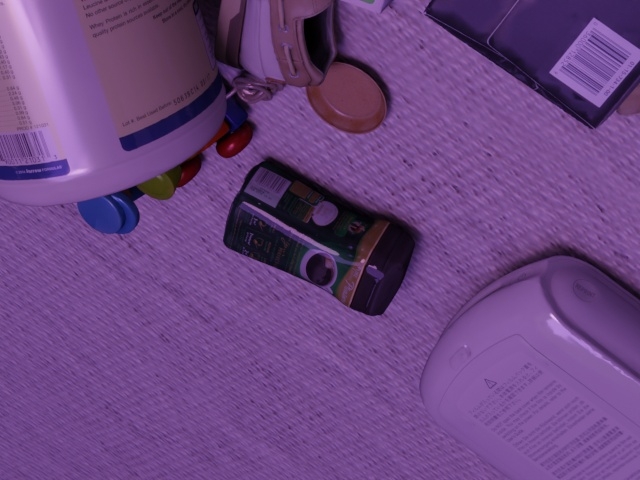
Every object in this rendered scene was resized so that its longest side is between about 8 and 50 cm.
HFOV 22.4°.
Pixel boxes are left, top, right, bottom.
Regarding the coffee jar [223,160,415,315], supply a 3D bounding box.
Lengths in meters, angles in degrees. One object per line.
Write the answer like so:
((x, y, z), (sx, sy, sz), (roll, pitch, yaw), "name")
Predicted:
((0.000, 0.000, 1.623), (0.184, 0.079, 0.096), (27, 135, 7), "coffee jar")

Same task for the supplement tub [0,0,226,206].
((-0.232, -0.219, 1.396), (0.235, 0.235, 0.324), (0, 118, 32), "supplement tub")

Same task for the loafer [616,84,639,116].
((0.348, -0.117, 1.274), (0.269, 0.102, 0.092), (-1, 115, 31), "loafer")

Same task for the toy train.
((-0.130, -0.098, 1.559), (0.105, 0.143, 0.248), (47, 137, -17), "toy train")

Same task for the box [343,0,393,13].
((0.060, -0.331, 1.120), (0.127, 0.231, 0.262), (25, 128, 12), "box")

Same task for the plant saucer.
((0.026, -0.137, 1.522), (0.083, 0.015, 0.083), (17, 137, 17), "plant saucer")

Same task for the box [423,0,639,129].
((0.217, -0.234, 1.158), (0.163, 0.142, 0.247), (34, 127, -4), "box")

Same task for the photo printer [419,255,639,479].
((0.262, 0.160, 1.598), (0.307, 0.107, 0.256), (36, 138, -4), "photo printer")

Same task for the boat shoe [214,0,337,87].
((-0.018, -0.247, 1.381), (0.103, 0.113, 0.302), (24, 149, 7), "boat shoe")
